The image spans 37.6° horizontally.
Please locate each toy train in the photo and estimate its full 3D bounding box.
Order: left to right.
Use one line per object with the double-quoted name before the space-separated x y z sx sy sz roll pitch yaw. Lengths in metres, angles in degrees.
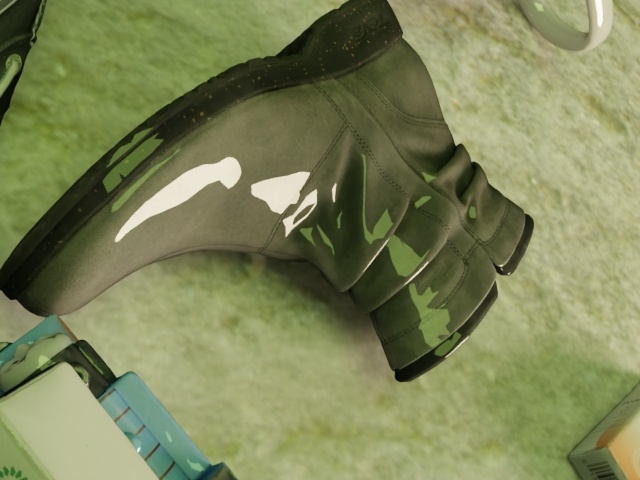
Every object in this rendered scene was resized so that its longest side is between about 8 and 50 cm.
"toy train" -0.097 0.117 0.450 0.184 0.105 0.080 52 52 -3

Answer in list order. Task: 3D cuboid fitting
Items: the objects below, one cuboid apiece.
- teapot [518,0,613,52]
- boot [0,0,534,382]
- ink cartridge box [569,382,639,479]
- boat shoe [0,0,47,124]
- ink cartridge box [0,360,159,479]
"teapot" 0.139 -0.305 0.753 0.253 0.187 0.255 12 89 -7
"boot" 0.000 0.000 0.566 0.338 0.118 0.222 -39 97 -34
"ink cartridge box" 0.283 0.174 0.707 0.179 0.045 0.145 -30 87 -35
"boat shoe" -0.203 -0.092 0.483 0.108 0.102 0.301 10 56 15
"ink cartridge box" -0.072 0.228 0.380 0.332 0.165 0.065 55 16 0
